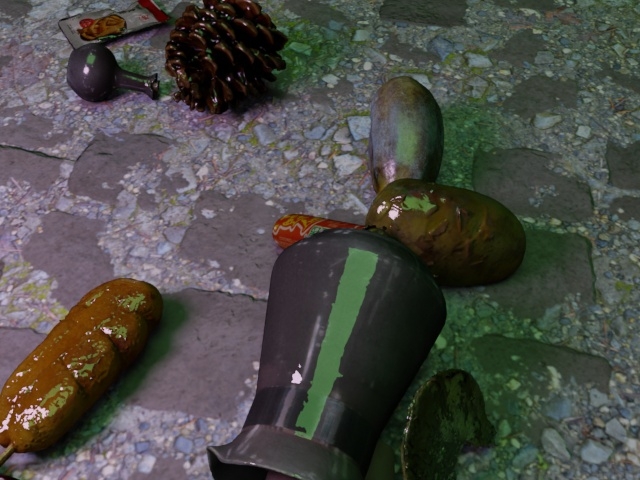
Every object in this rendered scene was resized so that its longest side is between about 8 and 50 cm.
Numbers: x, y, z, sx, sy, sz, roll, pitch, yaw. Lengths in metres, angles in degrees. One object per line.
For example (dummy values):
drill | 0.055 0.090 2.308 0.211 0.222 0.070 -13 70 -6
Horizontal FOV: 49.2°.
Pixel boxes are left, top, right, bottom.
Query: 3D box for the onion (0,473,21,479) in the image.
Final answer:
onion | -0.338 0.369 0.738 0.252 0.252 0.219 38 27 28

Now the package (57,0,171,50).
package | -0.487 -0.515 1.657 0.239 0.030 0.154 -24 51 -21

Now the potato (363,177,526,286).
potato | 0.210 -0.006 1.141 0.298 0.176 0.141 17 51 -18

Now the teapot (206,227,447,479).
teapot | 0.032 0.189 0.921 0.300 0.253 0.344 31 56 -12

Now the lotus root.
lotus root | 0.157 -0.159 1.276 0.139 0.158 0.322 4 57 2

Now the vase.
vase | -0.427 -0.339 1.454 0.182 0.120 0.120 11 47 -11

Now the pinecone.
pinecone | -0.203 -0.379 1.418 0.257 0.243 0.243 -31 53 -2

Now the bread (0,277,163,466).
bread | -0.349 0.187 0.992 0.124 0.084 0.344 17 50 21

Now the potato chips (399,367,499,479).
potato chips | 0.169 0.261 0.902 0.029 0.202 0.220 -6 19 39

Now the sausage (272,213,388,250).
sausage | 0.000 0.000 1.129 0.083 0.083 0.264 -35 27 -29
